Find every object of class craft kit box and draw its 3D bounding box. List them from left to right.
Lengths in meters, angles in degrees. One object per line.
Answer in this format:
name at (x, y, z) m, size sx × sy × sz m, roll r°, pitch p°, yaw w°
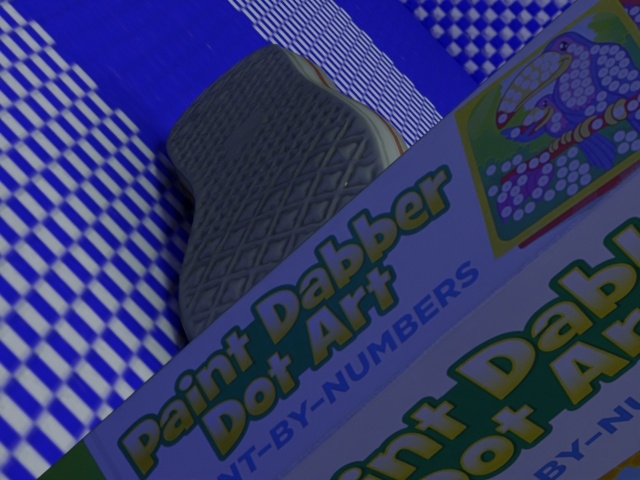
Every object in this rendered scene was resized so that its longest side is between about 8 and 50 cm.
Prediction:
craft kit box at (0.059, 0.081, 0.502) m, size 0.246 × 0.250 × 0.061 m, roll 36°, pitch 18°, yaw -40°

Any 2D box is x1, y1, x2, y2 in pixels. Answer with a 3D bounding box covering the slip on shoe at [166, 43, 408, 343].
slip on shoe at (0.000, 0.000, 0.893) m, size 0.101 × 0.123 × 0.331 m, roll 47°, pitch 7°, yaw -20°
